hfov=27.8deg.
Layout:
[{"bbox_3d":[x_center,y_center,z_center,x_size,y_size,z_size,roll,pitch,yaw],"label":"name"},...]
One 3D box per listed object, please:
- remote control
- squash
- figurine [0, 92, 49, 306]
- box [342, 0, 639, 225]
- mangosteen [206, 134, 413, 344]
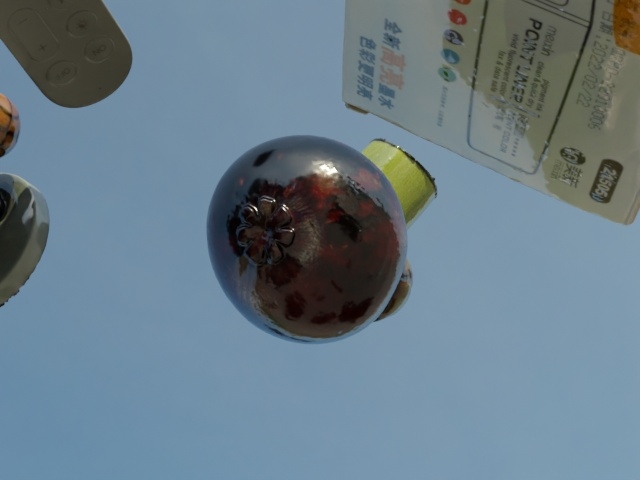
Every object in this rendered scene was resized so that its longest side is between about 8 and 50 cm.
[{"bbox_3d":[-0.202,-0.176,0.891,0.077,0.022,0.245,-34,-35,-4],"label":"remote control"},{"bbox_3d":[0.045,-0.022,1.864,0.247,0.132,0.132,-46,-44,-19],"label":"squash"},{"bbox_3d":[-0.304,-0.057,0.912,0.236,0.133,0.176,41,-118,-50],"label":"figurine"},{"bbox_3d":[0.124,-0.145,0.745,0.091,0.221,0.274,-59,-16,-26],"label":"box"},{"bbox_3d":[0.000,0.000,1.097,0.200,0.200,0.199,-15,-50,-18],"label":"mangosteen"}]
